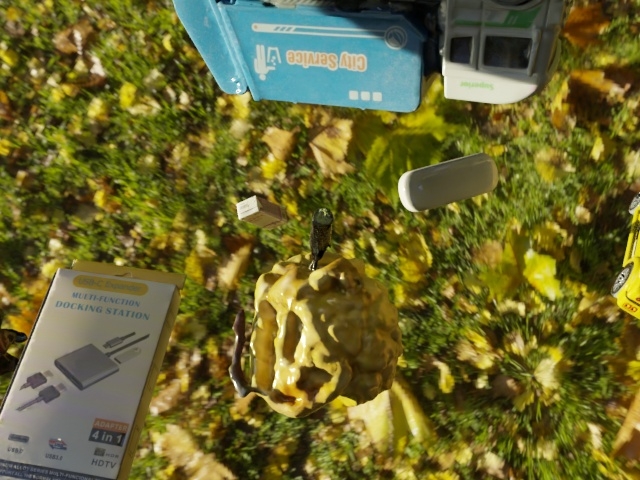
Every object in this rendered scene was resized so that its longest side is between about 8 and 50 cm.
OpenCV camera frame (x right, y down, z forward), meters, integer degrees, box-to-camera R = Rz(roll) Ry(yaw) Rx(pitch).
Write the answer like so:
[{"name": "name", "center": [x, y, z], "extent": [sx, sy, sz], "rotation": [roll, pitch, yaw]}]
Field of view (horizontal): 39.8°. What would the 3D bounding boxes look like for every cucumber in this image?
[{"name": "cucumber", "center": [0.000, 0.000, 1.415], "extent": [0.039, 0.163, 0.043], "rotation": [22, 66, 9]}]

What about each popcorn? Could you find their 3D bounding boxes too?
[{"name": "popcorn", "center": [-0.015, 0.194, 1.772], "extent": [0.381, 0.349, 0.349], "rotation": [-26, 74, -24]}]

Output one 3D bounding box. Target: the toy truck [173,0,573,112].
[{"name": "toy truck", "center": [0.051, -0.224, 0.826], "extent": [0.367, 0.146, 0.175], "rotation": [8, 124, 18]}]

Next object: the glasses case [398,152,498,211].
[{"name": "glasses case", "center": [0.225, -0.102, 1.545], "extent": [0.193, 0.049, 0.074], "rotation": [-16, 94, -21]}]

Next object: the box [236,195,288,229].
[{"name": "box", "center": [-0.116, -0.054, 1.778], "extent": [0.050, 0.117, 0.036], "rotation": [-23, 70, 25]}]

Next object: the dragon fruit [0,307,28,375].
[{"name": "dragon fruit", "center": [-0.494, 0.151, 1.228], "extent": [0.121, 0.142, 0.130], "rotation": [6, 104, 25]}]

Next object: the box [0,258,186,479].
[{"name": "box", "center": [-0.217, 0.122, 0.825], "extent": [0.129, 0.033, 0.247], "rotation": [7, 58, 7]}]

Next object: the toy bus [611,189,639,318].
[{"name": "toy bus", "center": [0.573, 0.002, 1.392], "extent": [0.145, 0.151, 0.331], "rotation": [30, 46, 2]}]
